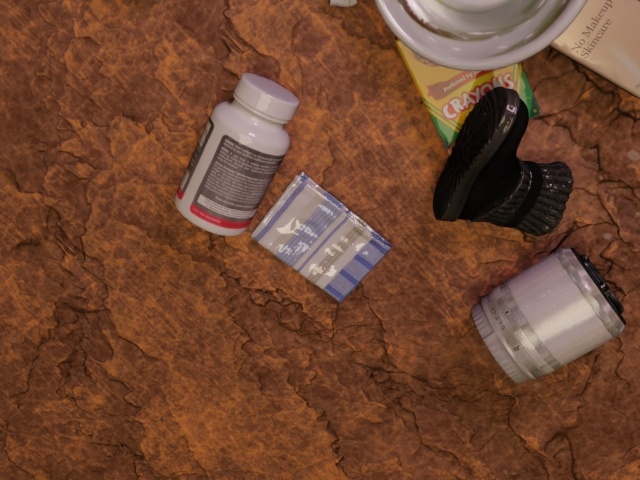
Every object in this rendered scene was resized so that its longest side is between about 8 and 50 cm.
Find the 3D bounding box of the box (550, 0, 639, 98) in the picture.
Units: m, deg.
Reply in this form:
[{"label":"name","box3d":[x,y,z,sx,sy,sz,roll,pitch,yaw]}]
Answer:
[{"label":"box","box3d":[0.519,-0.409,1.215,0.311,0.121,0.148,26,114,-6]}]

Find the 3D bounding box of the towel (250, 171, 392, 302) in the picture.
[{"label":"towel","box3d":[0.000,0.000,1.490,0.285,0.034,0.209,38,112,-11]}]

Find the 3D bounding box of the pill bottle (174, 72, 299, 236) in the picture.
[{"label":"pill bottle","box3d":[-0.172,-0.182,1.351,0.176,0.176,0.318,27,113,-6]}]

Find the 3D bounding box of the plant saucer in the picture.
[{"label":"plant saucer","box3d":[0.280,-0.505,1.107,0.400,0.100,0.400,12,122,21]}]

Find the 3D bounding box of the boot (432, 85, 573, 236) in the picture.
[{"label":"boot","box3d":[0.398,-0.148,1.273,0.260,0.131,0.348,7,145,-8]}]

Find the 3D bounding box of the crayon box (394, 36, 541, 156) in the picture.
[{"label":"crayon box","box3d":[0.284,-0.355,1.285,0.202,0.081,0.318,-26,108,16]}]

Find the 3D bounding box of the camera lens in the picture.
[{"label":"camera lens","box3d":[0.504,0.163,1.408,0.274,0.219,0.219,-36,105,18]}]

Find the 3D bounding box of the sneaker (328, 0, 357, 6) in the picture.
[{"label":"sneaker","box3d":[0.056,-0.535,1.250,0.061,0.054,0.152,7,120,-7]}]
